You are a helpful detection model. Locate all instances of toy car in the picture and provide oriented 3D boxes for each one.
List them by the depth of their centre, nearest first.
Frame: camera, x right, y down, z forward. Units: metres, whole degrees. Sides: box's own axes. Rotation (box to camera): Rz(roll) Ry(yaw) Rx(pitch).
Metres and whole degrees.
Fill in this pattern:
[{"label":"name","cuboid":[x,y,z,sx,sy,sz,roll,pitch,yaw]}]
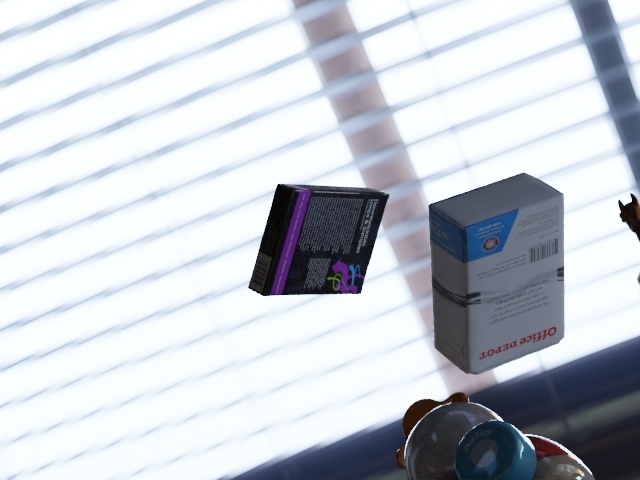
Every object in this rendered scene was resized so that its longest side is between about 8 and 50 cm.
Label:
[{"label":"toy car","cuboid":[0.138,0.248,1.937,0.210,0.219,0.238,-48,-139,3]}]

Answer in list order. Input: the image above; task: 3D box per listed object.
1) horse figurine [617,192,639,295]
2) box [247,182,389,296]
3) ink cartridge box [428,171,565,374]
[{"label":"horse figurine","cuboid":[0.352,0.097,1.980,0.066,0.263,0.174,-9,164,5]},{"label":"box","cuboid":[0.000,0.000,2.042,0.029,0.116,0.162,26,-165,38]},{"label":"ink cartridge box","cuboid":[0.201,0.037,2.231,0.139,0.191,0.082,-18,-147,-26]}]
